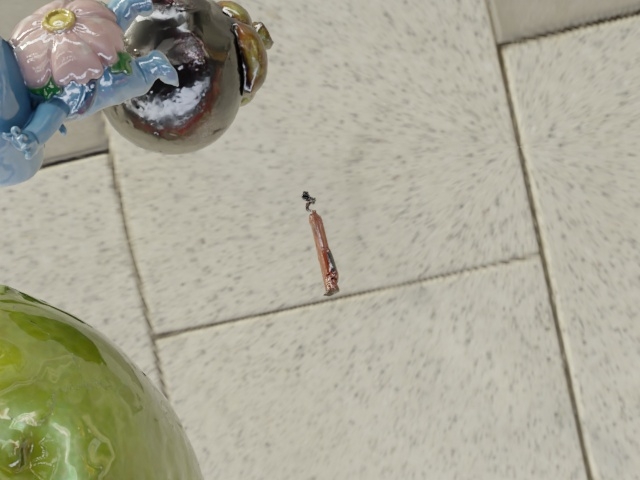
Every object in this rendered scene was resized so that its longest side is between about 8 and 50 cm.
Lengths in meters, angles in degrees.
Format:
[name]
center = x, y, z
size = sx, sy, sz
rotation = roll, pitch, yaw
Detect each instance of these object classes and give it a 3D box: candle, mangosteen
[candle]
center = 0.001, 0.000, 1.824
size = 0.026, 0.021, 0.167
rotation = -45, 45, 37
[mangosteen]
center = -0.158, -0.218, 1.671
size = 0.250, 0.211, 0.211
rotation = -18, 92, -33

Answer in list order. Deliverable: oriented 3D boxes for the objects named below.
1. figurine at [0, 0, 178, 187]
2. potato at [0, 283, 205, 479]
[figurine]
center = -0.180, -0.088, 0.838
size = 0.178, 0.144, 0.114
rotation = -22, 80, -14
[potato]
center = -0.136, 0.106, 0.387
size = 0.186, 0.148, 0.253
rotation = 26, 140, -16
